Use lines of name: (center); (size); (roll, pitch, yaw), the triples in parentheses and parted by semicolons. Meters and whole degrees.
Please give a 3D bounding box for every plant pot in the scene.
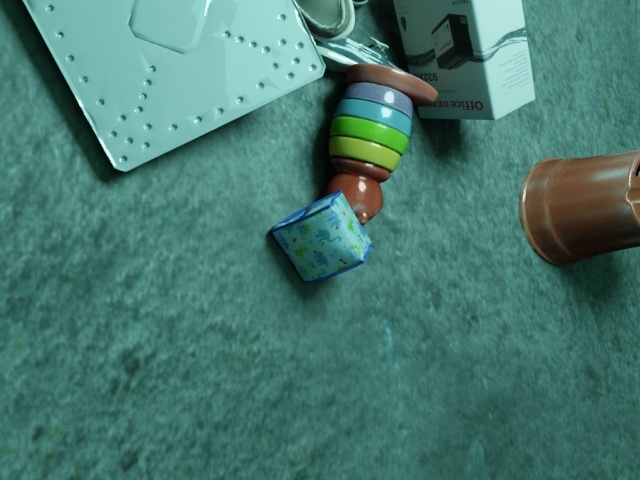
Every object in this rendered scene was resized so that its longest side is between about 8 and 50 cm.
plant pot: (0.650, -0.084, 1.377); (0.272, 0.265, 0.273); (3, 83, -27)

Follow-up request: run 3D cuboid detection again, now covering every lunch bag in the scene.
lunch bag: (0.000, 0.000, 1.105); (0.129, 0.151, 0.096); (58, 26, -11)

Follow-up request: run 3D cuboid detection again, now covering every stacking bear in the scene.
stacking bear: (0.088, -0.172, 1.158); (0.164, 0.175, 0.289); (16, 89, -54)

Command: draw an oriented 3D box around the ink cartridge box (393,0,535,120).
ink cartridge box: (0.278, -0.404, 1.198); (0.129, 0.223, 0.308); (-29, 116, -25)

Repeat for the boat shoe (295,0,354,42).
boat shoe: (-0.052, -0.494, 1.052); (0.116, 0.096, 0.324); (-31, 85, 11)

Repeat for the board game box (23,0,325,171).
board game box: (-0.246, -0.368, 0.994); (0.390, 0.050, 0.390); (-28, 98, -8)

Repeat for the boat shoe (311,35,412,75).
boat shoe: (0.090, -0.363, 1.215); (0.254, 0.095, 0.079); (16, 88, -16)

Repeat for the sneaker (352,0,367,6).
sneaker: (0.086, -0.661, 1.211); (0.131, 0.148, 0.350); (-4, 86, -28)
